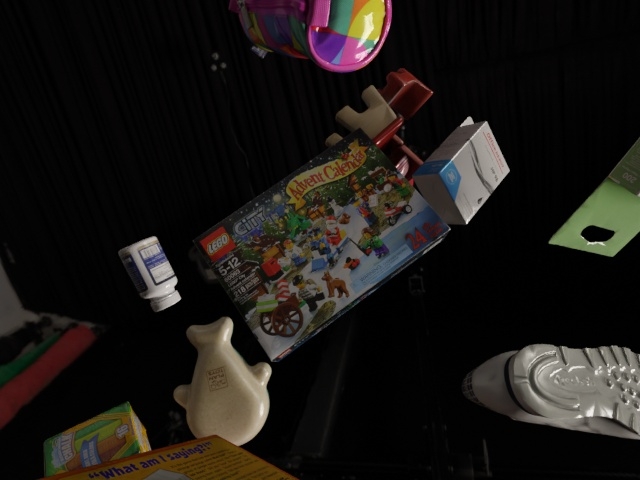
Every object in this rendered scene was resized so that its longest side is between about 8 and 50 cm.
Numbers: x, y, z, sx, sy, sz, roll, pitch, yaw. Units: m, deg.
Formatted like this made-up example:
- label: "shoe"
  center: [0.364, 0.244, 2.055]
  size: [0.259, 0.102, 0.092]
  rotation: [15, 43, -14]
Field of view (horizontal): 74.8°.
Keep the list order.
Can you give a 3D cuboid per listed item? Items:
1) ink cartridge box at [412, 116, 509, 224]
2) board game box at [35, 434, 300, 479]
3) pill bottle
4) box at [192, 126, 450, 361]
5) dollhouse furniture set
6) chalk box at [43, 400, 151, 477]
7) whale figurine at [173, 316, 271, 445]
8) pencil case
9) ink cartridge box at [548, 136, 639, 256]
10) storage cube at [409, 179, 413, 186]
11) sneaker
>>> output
- label: "ink cartridge box"
  center: [0.245, -0.123, 0.697]
  size: [0.180, 0.104, 0.060]
  rotation: [-46, -156, -22]
- label: "board game box"
  center: [-0.171, 0.528, 0.549]
  size: [0.356, 0.356, 0.356]
  rotation: [14, 171, 27]
- label: "pill bottle"
  center: [-0.409, 0.083, 1.019]
  size: [0.094, 0.169, 0.094]
  rotation: [-23, -173, 3]
- label: "box"
  center: [0.000, 0.000, 0.470]
  size: [0.233, 0.159, 0.044]
  rotation: [-36, 165, -7]
- label: "dollhouse furniture set"
  center: [0.115, -0.153, 0.779]
  size: [0.201, 0.152, 0.374]
  rotation: [-44, 178, -14]
- label: "chalk box"
  center: [-0.459, 0.453, 0.835]
  size: [0.213, 0.132, 0.132]
  rotation: [-23, -137, -23]
- label: "whale figurine"
  center: [-0.214, 0.311, 0.937]
  size: [0.216, 0.272, 0.141]
  rotation: [-17, 172, -4]
- label: "pencil case"
  center: [-0.022, -0.248, 0.461]
  size: [0.104, 0.104, 0.236]
  rotation: [-19, -147, -19]
- label: "ink cartridge box"
  center: [0.453, -0.060, 0.566]
  size: [0.171, 0.235, 0.056]
  rotation: [9, -147, -26]
- label: "storage cube"
  center: [0.152, -0.090, 1.186]
  size: [0.184, 0.193, 0.215]
  rotation: [8, -155, 19]
- label: "sneaker"
  center: [0.270, 0.162, 0.448]
  size: [0.235, 0.095, 0.090]
  rotation: [17, -123, -14]
